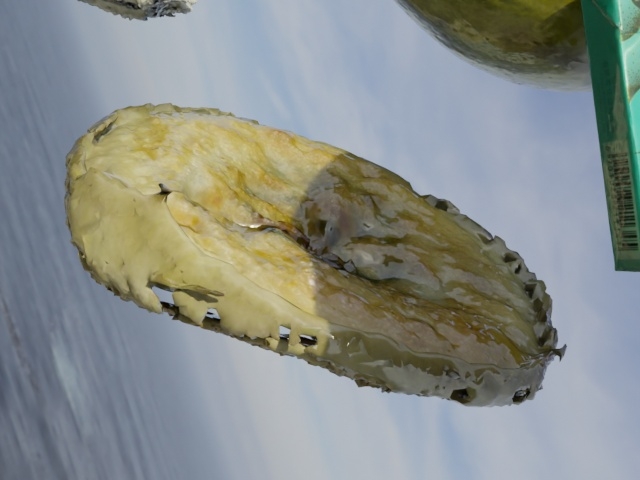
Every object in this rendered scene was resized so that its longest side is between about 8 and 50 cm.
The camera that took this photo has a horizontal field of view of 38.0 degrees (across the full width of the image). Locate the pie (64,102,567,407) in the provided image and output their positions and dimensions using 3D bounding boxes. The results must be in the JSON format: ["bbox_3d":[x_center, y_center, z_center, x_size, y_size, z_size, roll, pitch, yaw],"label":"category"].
[{"bbox_3d":[0.000,0.000,0.477,0.055,0.274,0.274,-67,-155,19],"label":"pie"}]

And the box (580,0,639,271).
[{"bbox_3d":[0.267,-0.101,0.670,0.042,0.161,0.226,-2,-84,62],"label":"box"}]

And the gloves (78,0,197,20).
[{"bbox_3d":[-0.143,-0.194,0.573,0.114,0.153,0.070,119,-17,-56],"label":"gloves"}]

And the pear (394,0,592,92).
[{"bbox_3d":[0.209,-0.315,0.828,0.413,0.352,0.352,28,-3,-9],"label":"pear"}]
